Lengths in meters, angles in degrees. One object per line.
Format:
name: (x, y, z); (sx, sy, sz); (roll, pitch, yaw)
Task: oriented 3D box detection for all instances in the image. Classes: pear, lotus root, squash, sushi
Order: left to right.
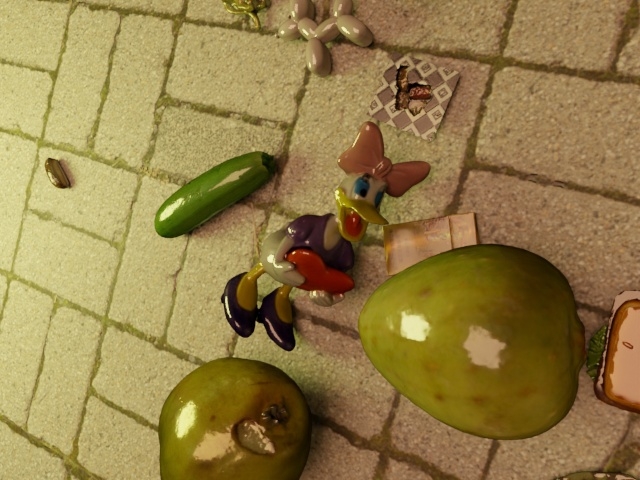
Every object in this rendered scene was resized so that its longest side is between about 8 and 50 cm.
lotus root: (-0.609, -0.150, 1.348); (0.030, 0.037, 0.083); (-40, 72, 23)
squash: (-0.214, -0.087, 1.126); (0.293, 0.082, 0.082); (-29, 76, 22)
pear: (-0.148, 0.329, 0.987); (0.321, 0.269, 0.269); (-45, 69, 37)
sushi: (0.157, -0.239, 0.983); (0.126, 0.026, 0.120); (26, 96, 20)

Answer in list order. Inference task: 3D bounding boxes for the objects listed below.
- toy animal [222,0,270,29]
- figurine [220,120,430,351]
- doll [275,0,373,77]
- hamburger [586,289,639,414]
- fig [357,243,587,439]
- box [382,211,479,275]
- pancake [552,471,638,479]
toy animal: (-0.154, -0.505, 1.132); (0.136, 0.073, 0.181); (19, 109, 34)
figurine: (-0.003, 0.006, 0.982); (0.421, 0.154, 0.193); (-42, 31, 30)
doll: (-0.003, -0.380, 1.048); (0.161, 0.059, 0.159); (-30, 75, 23)
hamburger: (0.437, 0.150, 0.792); (0.137, 0.087, 0.165); (14, 93, 27)
fig: (0.197, 0.129, 0.824); (0.327, 0.258, 0.257); (6, 90, 40)
box: (0.180, 0.007, 0.960); (0.157, 0.022, 0.088); (-7, 85, 26)
pancake: (0.401, 0.434, 0.829); (0.235, 0.029, 0.211); (-6, 84, 26)
